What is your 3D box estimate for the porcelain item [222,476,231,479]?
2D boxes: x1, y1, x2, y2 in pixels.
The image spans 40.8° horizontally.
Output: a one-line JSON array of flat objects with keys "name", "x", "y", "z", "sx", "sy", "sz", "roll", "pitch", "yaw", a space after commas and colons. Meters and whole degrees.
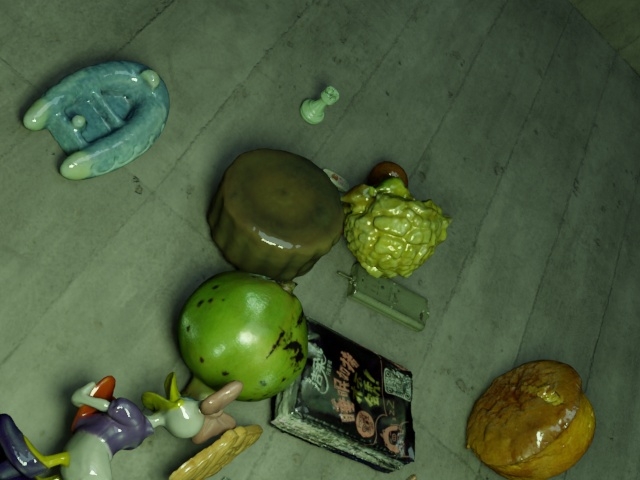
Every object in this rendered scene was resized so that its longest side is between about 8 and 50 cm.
[{"name": "porcelain item", "x": -0.170, "y": 0.483, "z": 1.621, "sx": 0.136, "sy": 0.021, "sz": 0.075, "roll": -6, "pitch": 70, "yaw": -40}]

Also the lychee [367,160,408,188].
[{"name": "lychee", "x": 0.173, "y": -0.139, "z": 2.180, "sx": 0.101, "sy": 0.114, "sz": 0.140, "roll": -5, "pitch": 48, "yaw": -14}]

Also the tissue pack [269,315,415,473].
[{"name": "tissue pack", "x": 0.053, "y": 0.326, "z": 1.821, "sx": 0.332, "sy": 0.123, "sz": 0.245, "roll": 29, "pitch": 46, "yaw": -26}]

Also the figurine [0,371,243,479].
[{"name": "figurine", "x": -0.335, "y": 0.327, "z": 1.443, "sx": 0.420, "sy": 0.154, "sz": 0.193, "roll": -23, "pitch": 55, "yaw": -33}]

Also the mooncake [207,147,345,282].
[{"name": "mooncake", "x": -0.098, "y": -0.053, "z": 1.863, "sx": 0.290, "sy": 0.161, "sz": 0.291, "roll": 15, "pitch": 51, "yaw": -20}]

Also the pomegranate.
[{"name": "pomegranate", "x": -0.161, "y": 0.215, "z": 1.646, "sx": 0.260, "sy": 0.260, "sz": 0.341, "roll": 29, "pitch": 81, "yaw": -22}]

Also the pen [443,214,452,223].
[{"name": "pen", "x": 0.259, "y": -0.047, "z": 2.247, "sx": 0.233, "sy": 0.032, "sz": 0.040, "roll": -4, "pitch": 92, "yaw": -38}]

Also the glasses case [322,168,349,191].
[{"name": "glasses case", "x": 0.036, "y": -0.149, "z": 2.132, "sx": 0.083, "sy": 0.021, "sz": 0.032, "roll": 31, "pitch": 49, "yaw": -22}]

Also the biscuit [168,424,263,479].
[{"name": "biscuit", "x": -0.184, "y": 0.394, "z": 1.577, "sx": 0.035, "sy": 0.162, "sz": 0.250, "roll": 50, "pitch": 33, "yaw": 14}]

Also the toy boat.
[{"name": "toy boat", "x": -0.435, "y": -0.265, "z": 1.761, "sx": 0.215, "sy": 0.123, "sz": 0.330, "roll": 53, "pitch": 48, "yaw": 1}]

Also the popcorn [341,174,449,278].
[{"name": "popcorn", "x": 0.165, "y": -0.030, "z": 2.010, "sx": 0.270, "sy": 0.224, "sz": 0.258, "roll": 32, "pitch": 12, "yaw": -43}]

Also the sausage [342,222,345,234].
[{"name": "sausage", "x": 0.000, "y": 0.000, "z": 2.016, "sx": 0.223, "sy": 0.029, "sz": 0.029, "roll": -30, "pitch": 86, "yaw": -43}]

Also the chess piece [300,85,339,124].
[{"name": "chess piece", "x": 0.002, "y": -0.342, "z": 2.156, "sx": 0.067, "sy": 0.103, "sz": 0.067, "roll": 18, "pitch": 57, "yaw": -30}]

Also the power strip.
[{"name": "power strip", "x": 0.149, "y": 0.131, "z": 2.057, "sx": 0.267, "sy": 0.034, "sz": 0.092, "roll": 28, "pitch": 52, "yaw": -24}]

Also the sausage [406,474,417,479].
[{"name": "sausage", "x": 0.180, "y": 0.537, "z": 1.870, "sx": 0.100, "sy": 0.015, "sz": 0.015, "roll": -28, "pitch": 85, "yaw": -43}]

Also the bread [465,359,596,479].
[{"name": "bread", "x": 0.488, "y": 0.416, "z": 1.981, "sx": 0.172, "sy": 0.312, "sz": 0.312, "roll": 50, "pitch": 46, "yaw": -17}]
